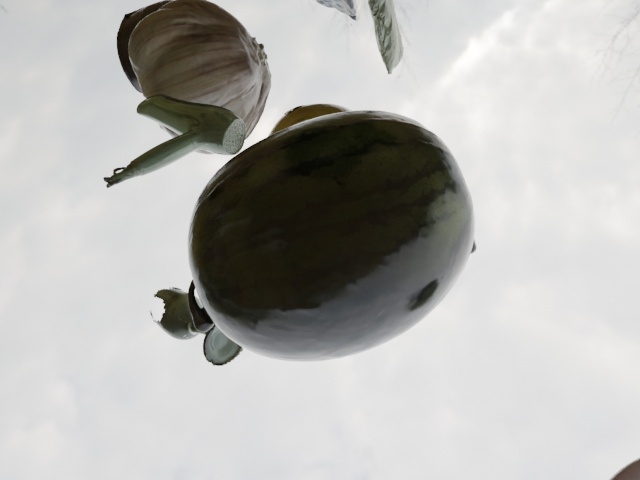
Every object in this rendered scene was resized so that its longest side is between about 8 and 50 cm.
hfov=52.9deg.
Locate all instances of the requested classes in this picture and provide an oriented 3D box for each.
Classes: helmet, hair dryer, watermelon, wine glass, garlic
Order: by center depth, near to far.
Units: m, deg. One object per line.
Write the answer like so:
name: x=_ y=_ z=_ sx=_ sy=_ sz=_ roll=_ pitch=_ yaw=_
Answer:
watermelon: x=0.000 y=0.000 z=0.757 sx=0.359 sy=0.279 sz=0.279 roll=-19 pitch=-136 yaw=7
hair dryer: x=-0.262 y=-0.153 z=1.013 sx=0.206 sy=0.076 sz=0.237 roll=22 pitch=-134 yaw=27
garlic: x=-0.230 y=-0.331 z=1.301 sx=0.259 sy=0.318 sz=0.318 roll=-17 pitch=-137 yaw=-4
helmet: x=-0.318 y=-0.463 z=1.530 sx=0.177 sy=0.225 sz=0.305 roll=-5 pitch=-168 yaw=46
wine glass: x=-0.348 y=0.228 z=1.778 sx=0.321 sy=0.143 sz=0.143 roll=17 pitch=-118 yaw=43

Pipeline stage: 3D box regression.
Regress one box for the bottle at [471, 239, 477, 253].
bottle: x=0.204 y=-0.081 z=1.241 sx=0.083 sy=0.270 sz=0.083 roll=-31 pitch=178 yaw=-1

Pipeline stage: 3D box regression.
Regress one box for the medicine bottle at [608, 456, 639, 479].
medicine bottle: x=0.504 y=0.428 z=0.818 sx=0.170 sy=0.170 sz=0.293 roll=-34 pitch=-95 yaw=0

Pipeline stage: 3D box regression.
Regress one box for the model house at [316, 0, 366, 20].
model house: x=-0.080 y=-0.417 z=0.609 sx=0.338 sy=0.360 sz=0.298 roll=16 pitch=-80 yaw=4

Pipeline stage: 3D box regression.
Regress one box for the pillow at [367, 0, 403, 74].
pillow: x=0.137 y=-0.483 z=1.390 sx=0.050 sy=0.229 sz=0.128 roll=-4 pitch=-143 yaw=23

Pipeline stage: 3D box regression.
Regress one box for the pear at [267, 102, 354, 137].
pear: x=0.006 y=-0.203 z=1.728 sx=0.348 sy=0.348 sz=0.349 roll=-17 pitch=-135 yaw=18
